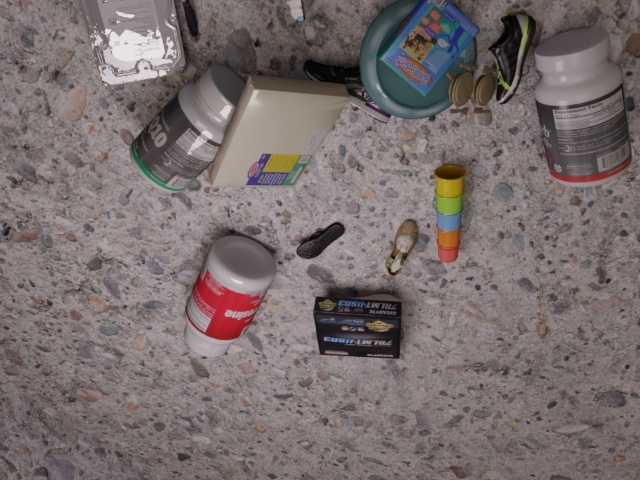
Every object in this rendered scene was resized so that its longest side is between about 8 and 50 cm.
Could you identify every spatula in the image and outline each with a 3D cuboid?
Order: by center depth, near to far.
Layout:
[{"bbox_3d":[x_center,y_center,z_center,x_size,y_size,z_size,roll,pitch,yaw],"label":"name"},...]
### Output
[{"bbox_3d":[-0.357,-0.626,1.540,0.030,0.084,0.296,13,156,14],"label":"spatula"}]

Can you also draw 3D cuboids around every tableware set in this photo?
[{"bbox_3d":[0.395,-0.399,1.606,0.039,0.194,0.128,28,117,40],"label":"tableware set"}]

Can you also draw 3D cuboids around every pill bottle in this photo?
[{"bbox_3d":[0.670,-0.338,1.567,0.210,0.210,0.363,-14,120,17],"label":"pill bottle"},{"bbox_3d":[-0.358,-0.314,1.730,0.361,0.204,0.204,-37,112,27],"label":"pill bottle"},{"bbox_3d":[-0.322,0.200,2.056,0.229,0.229,0.408,24,124,-8],"label":"pill bottle"}]

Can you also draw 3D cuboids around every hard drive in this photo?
[{"bbox_3d":[-0.489,-0.579,1.574,0.236,0.064,0.339,-12,135,-12],"label":"hard drive"}]

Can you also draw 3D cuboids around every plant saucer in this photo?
[{"bbox_3d":[0.260,-0.468,1.587,0.317,0.044,0.318,-3,116,-6],"label":"plant saucer"}]

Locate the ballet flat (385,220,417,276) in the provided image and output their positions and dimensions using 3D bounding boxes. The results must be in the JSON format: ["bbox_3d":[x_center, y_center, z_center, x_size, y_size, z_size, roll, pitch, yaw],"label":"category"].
[{"bbox_3d":[0.262,0.034,1.959,0.073,0.067,0.206,14,124,0],"label":"ballet flat"}]

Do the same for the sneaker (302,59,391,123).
[{"bbox_3d":[0.093,-0.441,1.657,0.283,0.107,0.124,25,114,-17],"label":"sneaker"}]

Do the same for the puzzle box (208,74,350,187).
[{"bbox_3d":[-0.126,-0.279,1.664,0.272,0.052,0.409,-3,150,-29],"label":"puzzle box"}]

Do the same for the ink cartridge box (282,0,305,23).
[{"bbox_3d":[-0.070,-0.614,1.592,0.048,0.028,0.083,-3,123,10],"label":"ink cartridge box"}]

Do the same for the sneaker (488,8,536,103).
[{"bbox_3d":[0.476,-0.475,1.581,0.097,0.084,0.235,9,114,-2],"label":"sneaker"}]

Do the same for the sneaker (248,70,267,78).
[{"bbox_3d":[-0.145,-0.445,1.716,0.118,0.067,0.042,-1,127,-28],"label":"sneaker"}]

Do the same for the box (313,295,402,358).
[{"bbox_3d":[0.132,0.309,2.116,0.295,0.073,0.293,3,140,7],"label":"box"}]

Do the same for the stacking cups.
[{"bbox_3d":[0.385,-0.071,1.860,0.096,0.096,0.316,1,125,7],"label":"stacking cups"}]

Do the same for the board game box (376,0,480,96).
[{"bbox_3d":[0.268,-0.493,1.526,0.160,0.047,0.210,34,106,-21],"label":"board game box"}]

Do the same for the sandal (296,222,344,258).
[{"bbox_3d":[0.000,0.000,1.997,0.179,0.040,0.067,-34,120,11],"label":"sandal"}]

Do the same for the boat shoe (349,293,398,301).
[{"bbox_3d":[0.180,0.233,2.111,0.184,0.066,0.063,-10,140,9],"label":"boat shoe"}]
